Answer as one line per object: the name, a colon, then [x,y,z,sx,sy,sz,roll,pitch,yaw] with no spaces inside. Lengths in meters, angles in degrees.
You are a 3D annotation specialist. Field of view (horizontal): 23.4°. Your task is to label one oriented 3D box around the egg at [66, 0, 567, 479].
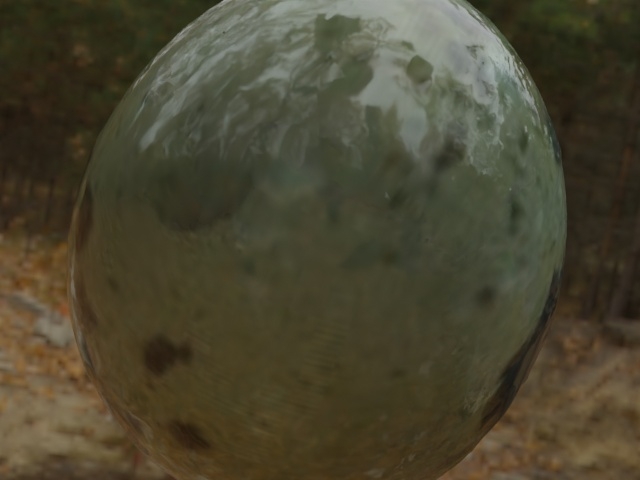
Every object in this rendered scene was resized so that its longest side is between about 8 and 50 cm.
egg: [0.000,0.000,1.082,0.345,0.428,0.345,10,40,-9]
